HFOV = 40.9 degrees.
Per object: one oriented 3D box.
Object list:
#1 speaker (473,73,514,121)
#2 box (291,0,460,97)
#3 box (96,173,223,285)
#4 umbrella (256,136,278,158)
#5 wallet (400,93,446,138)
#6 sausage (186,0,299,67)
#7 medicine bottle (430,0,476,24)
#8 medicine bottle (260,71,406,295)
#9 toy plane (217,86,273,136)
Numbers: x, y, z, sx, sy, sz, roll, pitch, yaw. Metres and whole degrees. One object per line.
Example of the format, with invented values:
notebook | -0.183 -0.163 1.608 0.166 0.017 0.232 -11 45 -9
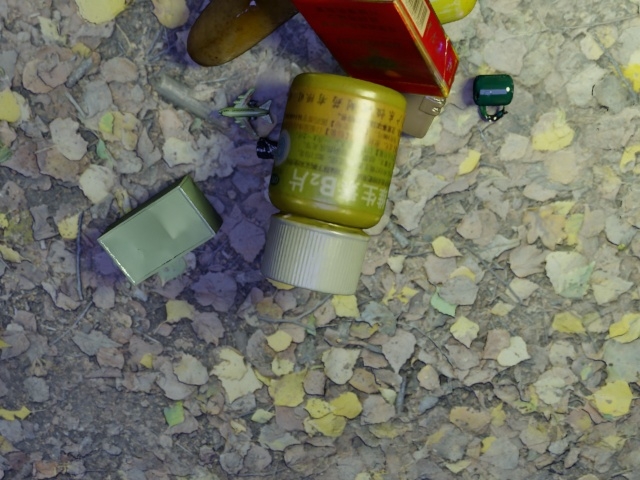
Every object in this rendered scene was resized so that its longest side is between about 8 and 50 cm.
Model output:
speaker | 0.333 -0.279 1.661 0.075 0.060 0.094 1 149 6
box | 0.102 -0.365 1.487 0.197 0.313 0.089 11 75 28
box | -0.338 -0.023 1.819 0.225 0.086 0.129 -30 106 17
umbrella | -0.038 -0.173 1.742 0.188 0.050 0.046 9 136 2
wallet | 0.186 -0.282 1.678 0.118 0.039 0.152 27 116 -1
sausage | -0.052 -0.478 1.572 0.501 0.123 0.136 -28 141 17
medicine bottle | 0.238 -0.458 1.549 0.212 0.122 0.122 -12 112 10
medicine bottle | 0.016 -0.104 1.607 0.224 0.224 0.384 13 94 0
toy plane | -0.150 -0.258 1.721 0.111 0.040 0.102 2 112 6
